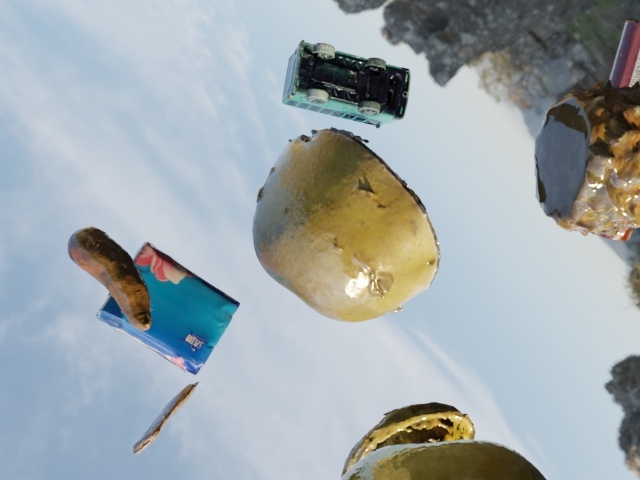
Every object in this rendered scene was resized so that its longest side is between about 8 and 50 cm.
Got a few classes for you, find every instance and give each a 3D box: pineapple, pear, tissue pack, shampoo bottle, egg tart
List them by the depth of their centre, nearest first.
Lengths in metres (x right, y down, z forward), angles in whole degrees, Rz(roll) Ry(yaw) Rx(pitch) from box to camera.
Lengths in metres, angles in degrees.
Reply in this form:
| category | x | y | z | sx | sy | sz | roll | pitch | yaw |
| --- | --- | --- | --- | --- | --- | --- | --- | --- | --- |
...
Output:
| category | x | y | z | sx | sy | sz | roll | pitch | yaw |
| --- | --- | --- | --- | --- | --- | --- | --- | --- | --- |
| pineapple | 0.405 | -0.089 | 0.782 | 0.340 | 0.169 | 0.169 | -2 | -141 | -13 |
| pear | 0.161 | 0.426 | 0.965 | 0.348 | 0.348 | 0.348 | 44 | -161 | -19 |
| shampoo bottle | 0.461 | -0.158 | 1.059 | 0.118 | 0.314 | 0.076 | 8 | -161 | -2 |
| egg tart | 0.173 | 0.417 | 1.293 | 0.290 | 0.291 | 0.107 | 36 | -175 | -38 |
| tissue pack | -0.349 | 0.161 | 1.676 | 0.269 | 0.209 | 0.137 | 35 | 169 | -13 |

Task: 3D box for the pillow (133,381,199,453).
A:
| category | x | y | z | sx | sy | sz | roll | pitch | yaw |
| --- | --- | --- | --- | --- | --- | --- | --- | --- | --- |
| pillow | -0.382 | 0.435 | 1.791 | 0.034 | 0.135 | 0.211 | 45 | -138 | -6 |

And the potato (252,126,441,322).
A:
| category | x | y | z | sx | sy | sz | roll | pitch | yaw |
| --- | --- | --- | --- | --- | --- | --- | --- | --- | --- |
| potato | 0.000 | 0.000 | 0.684 | 0.202 | 0.117 | 0.182 | 45 | 154 | 13 |

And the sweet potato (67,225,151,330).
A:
| category | x | y | z | sx | sy | sz | roll | pitch | yaw |
| --- | --- | --- | --- | --- | --- | --- | --- | --- | --- |
| sweet potato | -0.426 | 0.065 | 1.492 | 0.292 | 0.097 | 0.097 | 43 | -167 | 26 |

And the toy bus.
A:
| category | x | y | z | sx | sy | sz | roll | pitch | yaw |
| --- | --- | --- | --- | --- | --- | --- | --- | --- | --- |
| toy bus | 0.034 | -0.210 | 0.993 | 0.160 | 0.079 | 0.092 | 10 | 175 | -16 |
